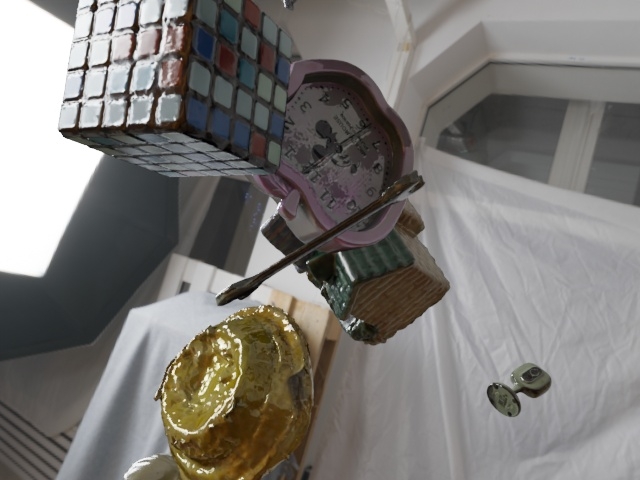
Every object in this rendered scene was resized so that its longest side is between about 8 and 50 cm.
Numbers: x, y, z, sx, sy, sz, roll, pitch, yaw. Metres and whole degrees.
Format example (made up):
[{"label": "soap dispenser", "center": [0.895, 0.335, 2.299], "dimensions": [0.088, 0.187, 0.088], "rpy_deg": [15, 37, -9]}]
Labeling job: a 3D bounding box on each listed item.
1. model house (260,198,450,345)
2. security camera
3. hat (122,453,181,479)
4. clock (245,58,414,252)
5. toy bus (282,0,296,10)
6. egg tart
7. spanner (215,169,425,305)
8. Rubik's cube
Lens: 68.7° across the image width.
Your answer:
[{"label": "model house", "center": [0.061, 0.009, 1.270], "dimensions": [0.400, 0.395, 0.446], "rpy_deg": [34, 24, -48]}, {"label": "security camera", "center": [0.297, 0.213, 0.691], "dimensions": [0.092, 0.058, 0.058], "rpy_deg": [-27, 21, -29]}, {"label": "hat", "center": [-0.230, 0.383, 0.774], "dimensions": [0.144, 0.173, 0.166], "rpy_deg": [47, 6, 20]}, {"label": "clock", "center": [0.011, -0.146, 0.831], "dimensions": [0.338, 0.339, 0.102], "rpy_deg": [19, -20, -27]}, {"label": "toy bus", "center": [-0.049, -0.721, 1.075], "dimensions": [0.178, 0.306, 0.143], "rpy_deg": [32, -5, 6]}, {"label": "egg tart", "center": [-0.140, 0.222, 0.703], "dimensions": [0.290, 0.291, 0.115], "rpy_deg": [13, -21, 43]}, {"label": "spanner", "center": [0.000, 0.000, 0.493], "dimensions": [0.015, 0.254, 0.054], "rpy_deg": [59, 4, 11]}, {"label": "Rubik's cube", "center": [-0.158, -0.184, 0.551], "dimensions": [0.186, 0.182, 0.184], "rpy_deg": [4, -6, 25]}]
